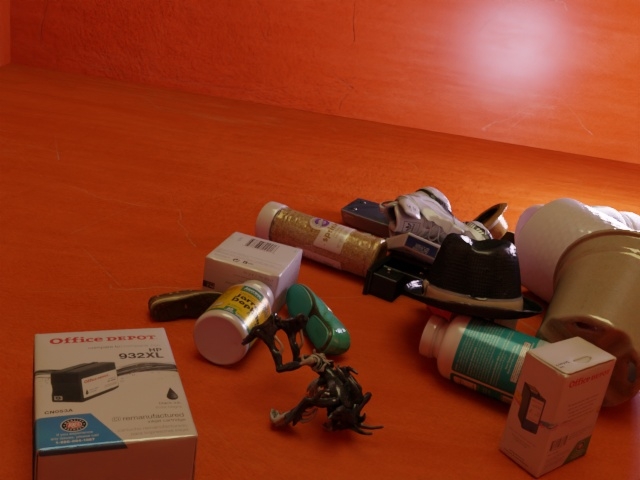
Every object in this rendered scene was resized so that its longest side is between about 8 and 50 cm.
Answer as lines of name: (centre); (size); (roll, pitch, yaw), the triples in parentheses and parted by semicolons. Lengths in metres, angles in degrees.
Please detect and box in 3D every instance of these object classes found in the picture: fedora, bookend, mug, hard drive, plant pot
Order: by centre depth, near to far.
plant pot: (0.617, 0.186, 1.547); (0.334, 0.333, 0.305); (22, 37, 28)
fedora: (0.343, 0.067, 1.573); (0.334, 0.152, 0.334); (8, 7, -1)
bookend: (0.214, 0.107, 1.833); (0.156, 0.072, 0.157); (21, 25, 24)
mug: (0.737, 0.097, 1.869); (0.374, 0.276, 0.328); (34, 4, -39)
fedora: (0.530, -0.037, 2.260); (0.079, 0.194, 0.194); (50, 24, -6)
hard drive: (0.204, -0.062, 2.261); (0.255, 0.054, 0.172); (19, 24, 18)

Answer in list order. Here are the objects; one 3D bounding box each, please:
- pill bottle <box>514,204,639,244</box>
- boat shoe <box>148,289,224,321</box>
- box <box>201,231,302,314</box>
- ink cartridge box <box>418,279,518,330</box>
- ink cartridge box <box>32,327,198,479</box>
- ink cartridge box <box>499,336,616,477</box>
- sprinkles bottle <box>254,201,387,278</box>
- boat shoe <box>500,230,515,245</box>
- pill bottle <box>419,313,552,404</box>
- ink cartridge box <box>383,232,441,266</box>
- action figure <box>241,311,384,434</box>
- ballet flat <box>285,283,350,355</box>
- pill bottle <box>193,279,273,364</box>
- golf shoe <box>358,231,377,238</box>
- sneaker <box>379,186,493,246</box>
pill bottle: (0.791, -0.005, 2.170); (0.361, 0.204, 0.204); (0, 24, -22)
boat shoe: (-0.290, 0.132, 1.573); (0.178, 0.064, 0.060); (-5, 28, -26)
box: (-0.159, 0.080, 1.682); (0.181, 0.118, 0.182); (14, 23, 11)
ink cartridge box: (0.352, 0.160, 1.754); (0.231, 0.077, 0.134); (3, 23, -16)
ink cartridge box: (-0.335, 0.270, 1.132); (0.223, 0.128, 0.307); (0, 24, -22)
ink cartridge box: (0.424, 0.293, 1.282); (0.154, 0.212, 0.093); (-8, 28, -36)
sprinkles bottle: (0.000, 0.000, 1.941); (0.356, 0.121, 0.121); (19, 24, 21)
boat shoe: (0.628, -0.003, 2.314); (0.136, 0.050, 0.045); (15, 10, 7)
pill bottle: (0.341, 0.238, 1.467); (0.264, 0.146, 0.146); (20, 24, 23)
ink cartridge box: (0.288, 0.046, 1.927); (0.224, 0.045, 0.224); (23, -7, -10)
action figure: (-0.014, 0.261, 1.293); (0.275, 0.141, 0.164); (49, 29, 19)
ballet flat: (-0.003, 0.180, 1.582); (0.087, 0.083, 0.247); (26, 12, -31)
pill bottle: (-0.170, 0.160, 1.484); (0.118, 0.117, 0.208); (14, 22, 11)
golf shoe: (0.083, 0.015, 2.032); (0.186, 0.067, 0.085); (13, 49, 6)
sneaker: (0.330, -0.018, 2.060); (0.210, 0.137, 0.366); (-10, 44, -35)
